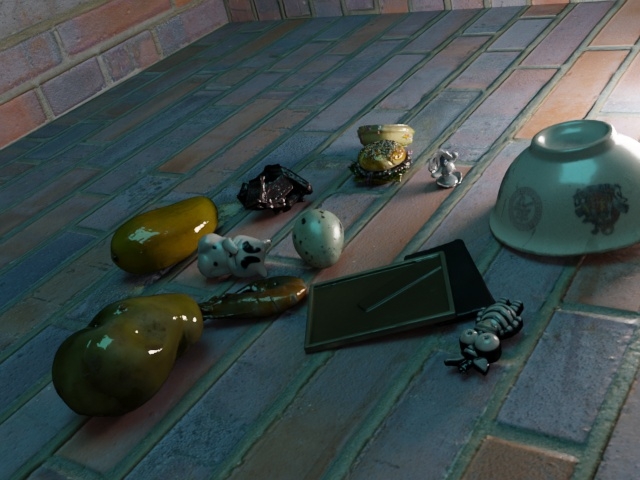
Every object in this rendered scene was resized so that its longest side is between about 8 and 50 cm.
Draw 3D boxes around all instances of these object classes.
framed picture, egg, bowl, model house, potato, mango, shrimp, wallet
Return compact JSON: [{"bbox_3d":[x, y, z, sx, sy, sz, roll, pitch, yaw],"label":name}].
[{"bbox_3d":[0.123,0.128,1.670,0.324,0.020,0.240,-15,29,10],"label":"framed picture"},{"bbox_3d":[0.000,0.000,1.876,0.131,0.131,0.164,-17,53,-5],"label":"egg"},{"bbox_3d":[0.586,-0.154,1.774,0.434,0.196,0.435,-13,26,7],"label":"bowl"},{"bbox_3d":[-0.145,-0.129,2.193,0.164,0.141,0.203,-50,19,-15],"label":"model house"},{"bbox_3d":[-0.382,0.221,1.593,0.218,0.202,0.351,-41,-1,44],"label":"potato"},{"bbox_3d":[-0.404,-0.017,2.067,0.331,0.142,0.195,-28,37,-27],"label":"mango"},{"bbox_3d":[-0.171,0.130,1.788,0.287,0.063,0.152,-9,28,3],"label":"shrimp"},{"bbox_3d":[0.279,0.089,1.692,0.146,0.030,0.285,-12,30,-1],"label":"wallet"}]

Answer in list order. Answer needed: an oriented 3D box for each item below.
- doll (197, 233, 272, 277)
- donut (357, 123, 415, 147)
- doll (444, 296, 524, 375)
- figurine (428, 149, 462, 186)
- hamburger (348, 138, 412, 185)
[{"bbox_3d":[-0.221,0.039,1.923,0.180,0.110,0.107,0,-7,26],"label":"doll"},{"bbox_3d":[0.196,-0.310,2.330,0.174,0.068,0.174,-1,1,0],"label":"donut"},{"bbox_3d":[0.321,0.178,1.482,0.091,0.067,0.219,14,42,34],"label":"doll"},{"bbox_3d":[0.332,-0.194,2.094,0.094,0.086,0.082,-28,34,-23],"label":"figurine"},{"bbox_3d":[0.169,-0.226,2.217,0.189,0.093,0.164,-10,30,12],"label":"hamburger"}]
